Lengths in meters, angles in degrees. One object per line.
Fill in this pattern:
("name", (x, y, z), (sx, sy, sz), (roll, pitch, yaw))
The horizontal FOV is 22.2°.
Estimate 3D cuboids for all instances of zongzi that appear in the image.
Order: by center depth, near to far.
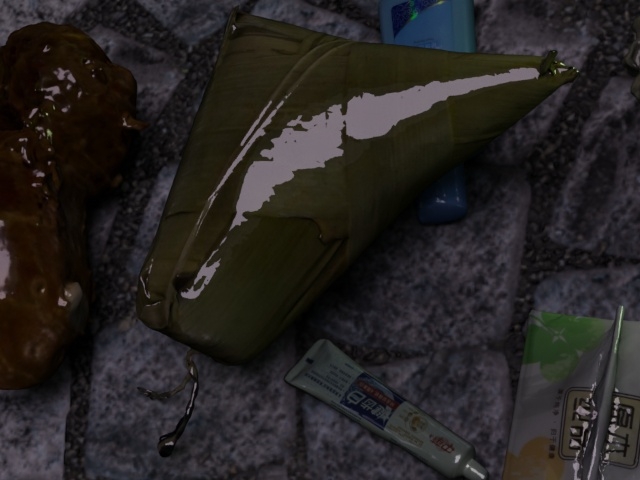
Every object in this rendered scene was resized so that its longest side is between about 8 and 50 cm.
("zongzi", (0.000, 0.000, 1.535), (0.418, 0.181, 0.447), (6, 70, 36))

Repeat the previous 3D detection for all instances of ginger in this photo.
("ginger", (-0.291, -0.051, 1.692), (0.254, 0.176, 0.418), (-17, 59, 15))

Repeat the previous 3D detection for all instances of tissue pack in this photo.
("tissue pack", (0.243, 0.179, 1.451), (0.159, 0.145, 0.229), (5, 69, 19))

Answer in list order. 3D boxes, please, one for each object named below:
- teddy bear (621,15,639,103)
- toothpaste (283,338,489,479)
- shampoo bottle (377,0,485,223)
("teddy bear", (0.463, -0.189, 1.514), (0.357, 0.224, 0.367), (5, 66, 4))
("toothpaste", (0.068, 0.169, 1.570), (0.233, 0.038, 0.060), (31, 76, 28))
("shampoo bottle", (0.117, -0.142, 1.672), (0.104, 0.061, 0.258), (-11, 65, 18))
